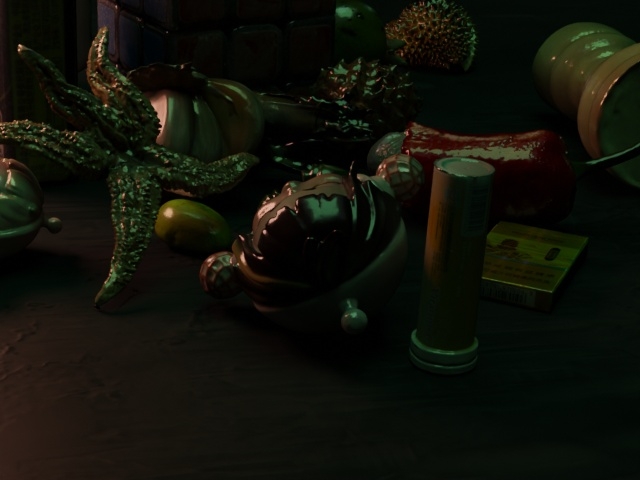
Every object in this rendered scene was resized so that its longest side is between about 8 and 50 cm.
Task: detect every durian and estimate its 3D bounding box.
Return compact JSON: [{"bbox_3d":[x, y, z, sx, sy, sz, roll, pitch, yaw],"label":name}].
[{"bbox_3d":[0.209,-0.430,2.470,0.237,0.138,0.193,8,23,12],"label":"durian"}]

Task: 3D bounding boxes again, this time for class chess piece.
[{"bbox_3d":[0.491,-0.238,1.965,0.234,0.234,0.442,1,18,-6],"label":"chess piece"}]

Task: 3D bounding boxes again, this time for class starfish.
[{"bbox_3d":[-0.266,-0.108,1.445,0.293,0.084,0.301,44,60,-1],"label":"starfish"}]

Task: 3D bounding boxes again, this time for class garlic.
[{"bbox_3d":[-0.188,-0.147,1.617,0.207,0.207,0.257,2,15,-2],"label":"garlic"}]

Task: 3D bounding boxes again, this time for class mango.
[{"bbox_3d":[-0.158,-0.016,1.529,0.108,0.056,0.073,29,32,29],"label":"mango"}]

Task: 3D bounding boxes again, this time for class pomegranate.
[{"bbox_3d":[0.059,-0.358,2.252,0.224,0.181,0.181,5,16,-43],"label":"pomegranate"}]

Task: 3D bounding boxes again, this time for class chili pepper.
[{"bbox_3d":[0.275,-0.082,1.630,0.338,0.134,0.131,4,19,9],"label":"chili pepper"}]

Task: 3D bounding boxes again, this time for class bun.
[{"bbox_3d":[0.138,-0.125,1.792,0.141,0.083,0.141,0,24,0],"label":"bun"}]

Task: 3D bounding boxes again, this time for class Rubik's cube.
[{"bbox_3d":[-0.174,-0.334,1.970,0.303,0.305,0.301,-9,26,-30],"label":"Rubik's cube"}]

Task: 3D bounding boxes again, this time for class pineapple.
[{"bbox_3d":[0.081,-0.208,1.892,0.193,0.166,0.166,-8,25,-32],"label":"pineapple"}]

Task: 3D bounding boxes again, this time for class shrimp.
[{"bbox_3d":[-0.052,-0.153,1.778,0.289,0.178,0.075,3,65,11],"label":"shrimp"}]

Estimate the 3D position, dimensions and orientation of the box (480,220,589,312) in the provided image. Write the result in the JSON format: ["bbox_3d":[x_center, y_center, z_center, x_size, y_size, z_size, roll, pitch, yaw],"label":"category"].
[{"bbox_3d":[0.251,0.028,1.504,0.121,0.030,0.193,12,24,21],"label":"box"}]

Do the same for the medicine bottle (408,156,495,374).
[{"bbox_3d":[0.137,0.026,1.246,0.074,0.218,0.074,4,22,-2],"label":"medicine bottle"}]

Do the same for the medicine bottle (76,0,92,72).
[{"bbox_3d":[-0.466,-0.378,2.055,0.157,0.289,0.157,3,22,-1],"label":"medicine bottle"}]

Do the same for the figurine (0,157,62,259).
[{"bbox_3d":[-0.435,-0.027,1.434,0.256,0.144,0.182,-6,3,-15],"label":"figurine"}]

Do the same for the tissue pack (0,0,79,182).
[{"bbox_3d":[-0.443,-0.306,1.747,0.124,0.394,0.288,-10,25,-28],"label":"tissue pack"}]

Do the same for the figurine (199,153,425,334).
[{"bbox_3d":[0.000,0.000,1.384,0.281,0.167,0.370,-29,13,3],"label":"figurine"}]
